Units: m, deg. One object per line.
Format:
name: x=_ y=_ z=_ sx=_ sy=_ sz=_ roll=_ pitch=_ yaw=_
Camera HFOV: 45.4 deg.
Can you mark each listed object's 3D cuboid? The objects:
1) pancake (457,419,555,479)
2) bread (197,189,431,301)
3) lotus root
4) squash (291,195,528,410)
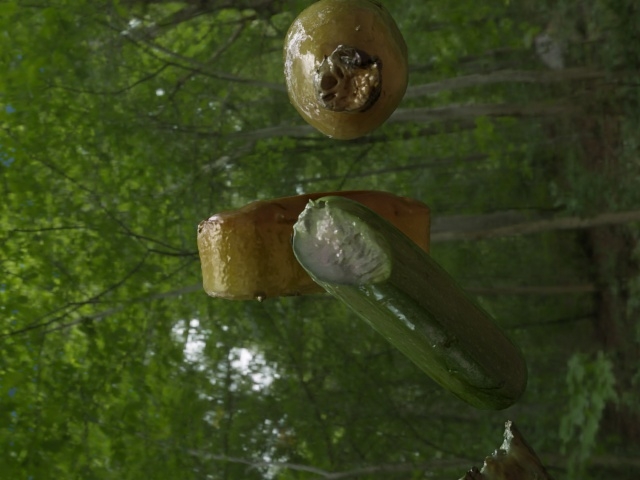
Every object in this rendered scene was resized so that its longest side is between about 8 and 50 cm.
pancake: x=0.160 y=0.244 z=0.566 sx=0.197 sy=0.376 sz=0.054 roll=28 pitch=-73 yaw=-9
bread: x=0.000 y=0.000 z=0.743 sx=0.245 sy=0.102 sz=0.094 roll=-6 pitch=-85 yaw=-28
lotus root: x=0.028 y=-0.196 z=0.850 sx=0.146 sy=0.130 sz=0.303 roll=58 pitch=-162 yaw=-16
squash: x=0.070 y=0.049 z=0.552 sx=0.239 sy=0.069 sz=0.069 roll=41 pitch=-121 yaw=-24
